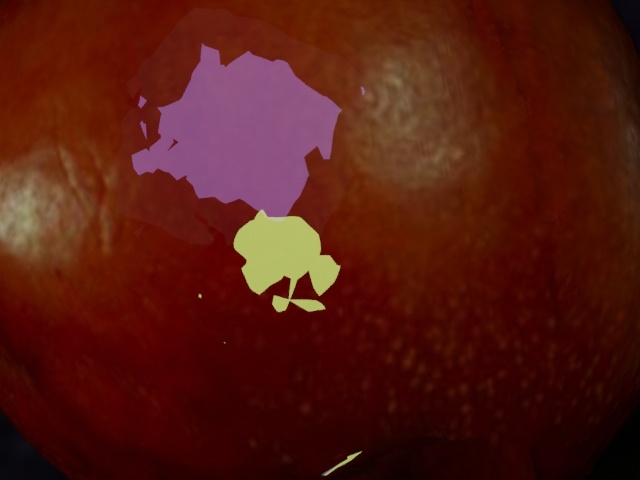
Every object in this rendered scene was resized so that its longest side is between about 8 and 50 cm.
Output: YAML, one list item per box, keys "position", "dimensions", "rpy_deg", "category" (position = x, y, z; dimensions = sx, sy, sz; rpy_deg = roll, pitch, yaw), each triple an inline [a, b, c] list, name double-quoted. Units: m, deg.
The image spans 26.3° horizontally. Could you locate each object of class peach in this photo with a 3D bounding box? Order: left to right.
- position: [0.000, 0.000, 0.711]
  dimensions: [0.388, 0.388, 0.388]
  rpy_deg: [-12, 62, 23]
  category: "peach"
